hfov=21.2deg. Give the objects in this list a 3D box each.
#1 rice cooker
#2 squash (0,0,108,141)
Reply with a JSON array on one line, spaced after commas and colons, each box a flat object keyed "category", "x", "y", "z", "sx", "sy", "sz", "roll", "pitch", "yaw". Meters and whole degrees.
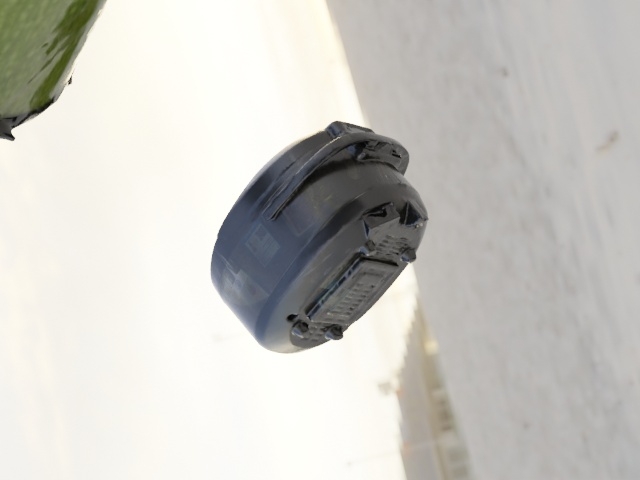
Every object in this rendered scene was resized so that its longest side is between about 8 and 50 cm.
[{"category": "rice cooker", "x": 0.000, "y": 0.000, "z": 1.169, "sx": 0.112, "sy": 0.165, "sz": 0.106, "roll": 8, "pitch": -139, "yaw": -54}, {"category": "squash", "x": -0.161, "y": -0.266, "z": 0.774, "sx": 0.384, "sy": 0.263, "sz": 0.263, "roll": -58, "pitch": 20, "yaw": 31}]
